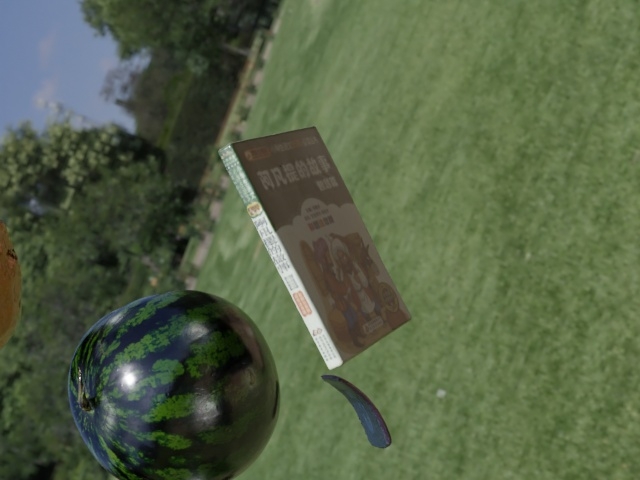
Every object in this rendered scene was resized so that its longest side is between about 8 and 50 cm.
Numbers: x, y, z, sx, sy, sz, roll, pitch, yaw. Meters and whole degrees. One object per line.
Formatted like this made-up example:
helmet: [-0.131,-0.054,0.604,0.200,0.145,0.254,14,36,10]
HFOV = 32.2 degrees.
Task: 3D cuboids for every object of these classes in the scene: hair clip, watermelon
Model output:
hair clip: [0.053,0.234,1.543,0.022,0.137,0.054,-45,15,-30]
watermelon: [-0.179,0.185,1.361,0.269,0.269,0.269,-159,90,-82]

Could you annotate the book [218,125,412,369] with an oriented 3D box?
book: [0.000,0.000,1.256,0.027,0.264,0.202,-28,-3,29]

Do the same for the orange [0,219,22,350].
orange: [-0.613,0.067,1.612,0.293,0.340,0.340,-34,-22,-45]
